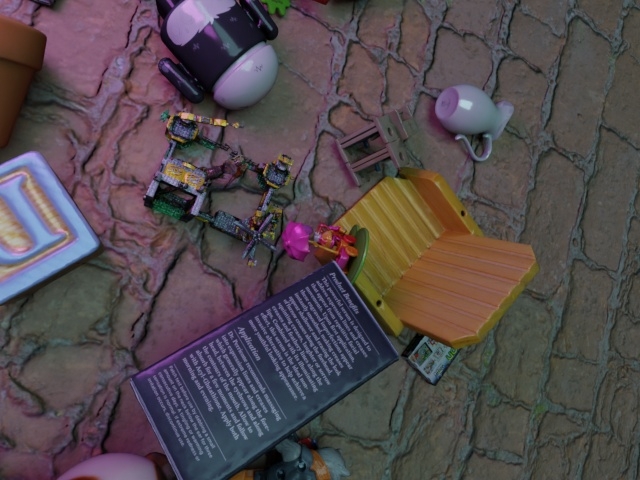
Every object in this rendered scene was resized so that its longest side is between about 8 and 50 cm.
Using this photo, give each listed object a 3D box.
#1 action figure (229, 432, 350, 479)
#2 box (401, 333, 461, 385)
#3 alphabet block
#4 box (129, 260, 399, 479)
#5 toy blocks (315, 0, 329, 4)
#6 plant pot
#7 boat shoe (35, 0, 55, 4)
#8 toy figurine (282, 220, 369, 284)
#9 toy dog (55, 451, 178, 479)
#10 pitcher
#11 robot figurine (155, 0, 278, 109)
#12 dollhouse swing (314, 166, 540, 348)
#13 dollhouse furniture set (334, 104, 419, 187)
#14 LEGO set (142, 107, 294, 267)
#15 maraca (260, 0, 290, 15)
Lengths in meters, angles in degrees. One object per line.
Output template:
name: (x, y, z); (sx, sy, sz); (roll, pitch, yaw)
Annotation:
action figure: (-0.080, 0.553, 0.965); (0.330, 0.178, 0.341); (-29, 95, -11)
box: (0.311, 0.257, 1.211); (0.114, 0.036, 0.207); (47, 72, -14)
alphabet block: (-0.510, -0.014, 0.805); (0.193, 0.197, 0.192); (-32, 98, -21)
box: (-0.103, 0.256, 0.876); (0.395, 0.293, 0.212); (-28, 75, -22)
toy blocks: (0.078, -0.696, 1.091); (0.381, 0.190, 0.261); (-24, 103, -38)
plant pot: (-0.615, -0.267, 0.748); (0.290, 0.291, 0.204); (8, 100, -22)
boat shoe: (-0.633, -0.534, 0.823); (0.335, 0.121, 0.119); (15, 77, -23)
toy figurine: (0.000, 0.000, 0.963); (0.159, 0.173, 0.130); (19, 120, -11)
toy dog: (-0.395, 0.480, 0.726); (0.284, 0.407, 0.395); (31, 33, -54)
pitcher: (0.400, -0.311, 1.244); (0.207, 0.125, 0.178); (7, 99, -33)
robot figurine: (-0.212, -0.405, 0.966); (0.278, 0.209, 0.174); (48, 30, -12)
dollhouse swing: (0.239, 0.019, 1.052); (0.347, 0.305, 0.315); (-43, 103, -18)
dollhouse furniture set: (0.153, -0.232, 1.148); (0.183, 0.129, 0.129); (-36, 103, -50)
LEGO set: (-0.197, -0.122, 0.940); (0.331, 0.192, 0.255); (33, 76, -18)
maraca: (-0.112, -0.608, 1.055); (0.127, 0.099, 0.186); (-27, 114, -50)
